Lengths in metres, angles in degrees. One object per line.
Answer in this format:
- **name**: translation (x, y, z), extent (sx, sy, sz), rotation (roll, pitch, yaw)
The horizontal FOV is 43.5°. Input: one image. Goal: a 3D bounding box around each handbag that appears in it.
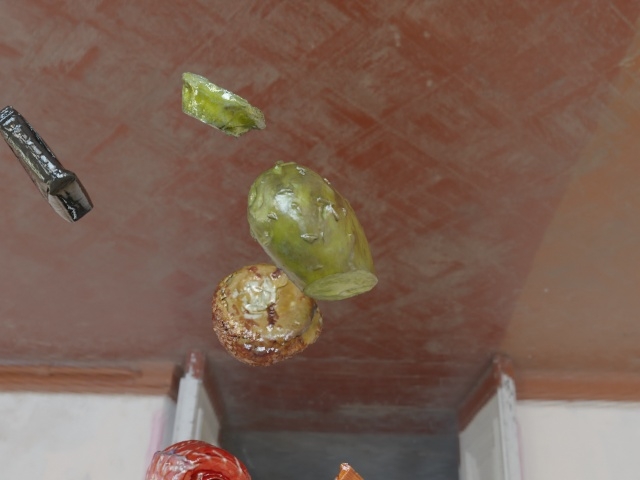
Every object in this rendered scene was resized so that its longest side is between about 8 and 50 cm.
- **handbag**: translation (-0.607, -0.158, 1.746), extent (0.223, 0.080, 0.247), rotation (46, 165, 7)

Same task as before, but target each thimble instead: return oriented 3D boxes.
- **thimble**: translation (-0.198, 0.428, 1.314), extent (0.163, 0.190, 0.125), rotation (-9, -178, -30)

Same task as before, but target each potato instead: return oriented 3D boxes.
- **potato**: translation (0.000, 0.000, 1.222), extent (0.141, 0.176, 0.298), rotation (-21, 138, 25)

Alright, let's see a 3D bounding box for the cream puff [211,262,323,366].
- **cream puff**: translation (-0.114, 0.161, 1.700), extent (0.239, 0.240, 0.164), rotation (2, 134, 1)

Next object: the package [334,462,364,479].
- **package**: translation (0.020, 0.518, 1.380), extent (0.223, 0.108, 0.288), rotation (35, 109, -26)

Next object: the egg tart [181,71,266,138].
- **egg tart**: translation (-0.195, -0.254, 1.558), extent (0.197, 0.078, 0.197), rotation (29, -176, -2)
